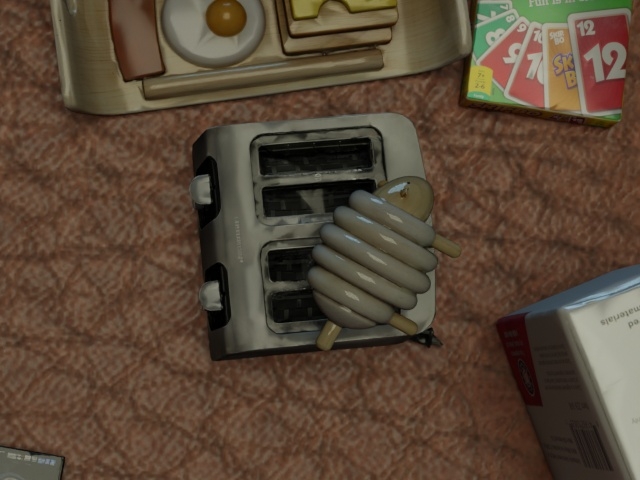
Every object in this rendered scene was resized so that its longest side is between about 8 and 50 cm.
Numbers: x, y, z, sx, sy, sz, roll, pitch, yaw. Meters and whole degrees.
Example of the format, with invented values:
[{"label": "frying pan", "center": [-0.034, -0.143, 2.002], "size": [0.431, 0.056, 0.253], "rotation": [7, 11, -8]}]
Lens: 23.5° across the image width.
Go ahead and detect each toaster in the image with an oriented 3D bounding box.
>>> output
[{"label": "toaster", "center": [0.000, 0.000, 1.115], "size": [0.185, 0.110, 0.168], "rotation": [-4, 85, -7]}]

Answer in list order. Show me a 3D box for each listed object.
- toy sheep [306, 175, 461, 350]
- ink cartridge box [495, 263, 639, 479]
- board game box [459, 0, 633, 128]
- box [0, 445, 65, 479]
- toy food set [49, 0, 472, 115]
[{"label": "toy sheep", "center": [0.036, 0.016, 1.020], "size": [0.091, 0.091, 0.132], "rotation": [27, 87, -3]}, {"label": "ink cartridge box", "center": [0.249, 0.171, 1.067], "size": [0.131, 0.226, 0.306], "rotation": [-22, 88, -7]}, {"label": "board game box", "center": [0.185, -0.224, 1.200], "size": [0.124, 0.039, 0.259], "rotation": [8, 80, -6]}, {"label": "box", "center": [-0.232, 0.183, 1.114], "size": [0.083, 0.018, 0.067], "rotation": [11, 82, -5]}, {"label": "toy food set", "center": [-0.051, -0.222, 1.141], "size": [0.306, 0.092, 0.220], "rotation": [-8, 85, -7]}]
